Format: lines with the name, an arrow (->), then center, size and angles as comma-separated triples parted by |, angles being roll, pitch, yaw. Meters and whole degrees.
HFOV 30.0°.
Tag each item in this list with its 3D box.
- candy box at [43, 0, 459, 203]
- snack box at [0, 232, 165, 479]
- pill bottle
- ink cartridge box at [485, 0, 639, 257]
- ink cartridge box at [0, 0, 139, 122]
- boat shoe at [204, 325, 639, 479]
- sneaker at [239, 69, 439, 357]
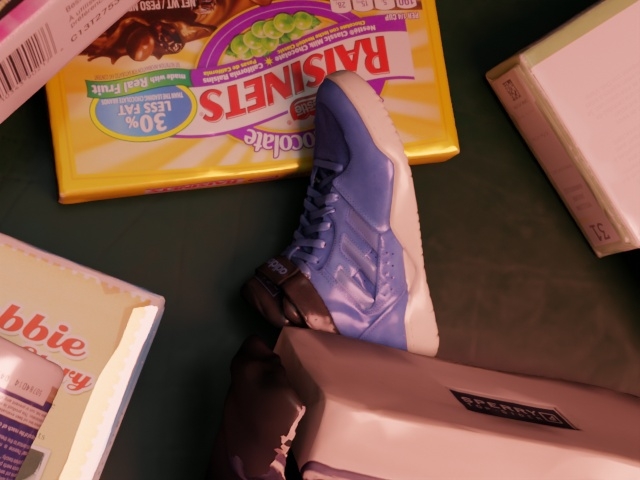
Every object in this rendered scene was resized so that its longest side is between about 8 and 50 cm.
candy box -> -0.035, -0.082, 0.605 | 0.206, 0.027, 0.105 | -8, 87, -14
snack box -> -0.250, 0.054, 0.514 | 0.322, 0.060, 0.187 | 23, 78, -9
pill bottle -> -0.155, 0.091, 0.464 | 0.067, 0.067, 0.120 | 26, 77, -8
ink cartridge box -> 0.223, -0.037, 0.646 | 0.171, 0.056, 0.235 | -33, 93, -16
ink cartridge box -> -0.215, -0.232, 0.534 | 0.371, 0.069, 0.176 | 42, 75, 10
boat shoe -> 0.096, 0.154, 0.566 | 0.340, 0.127, 0.158 | 16, 103, -18
sneaker -> 0.000, 0.000, 0.572 | 0.084, 0.058, 0.152 | -18, 108, -17
